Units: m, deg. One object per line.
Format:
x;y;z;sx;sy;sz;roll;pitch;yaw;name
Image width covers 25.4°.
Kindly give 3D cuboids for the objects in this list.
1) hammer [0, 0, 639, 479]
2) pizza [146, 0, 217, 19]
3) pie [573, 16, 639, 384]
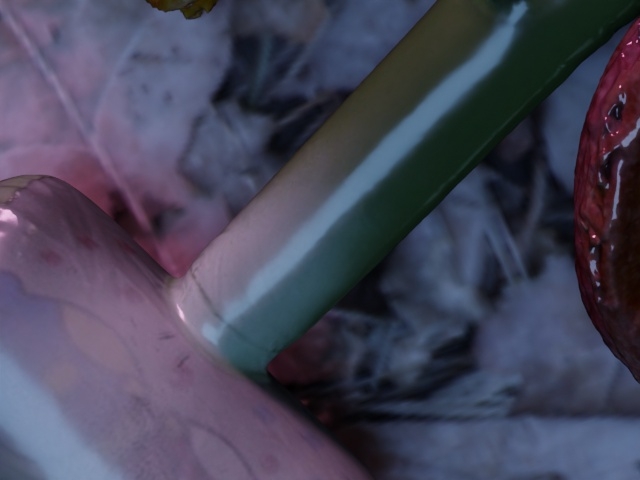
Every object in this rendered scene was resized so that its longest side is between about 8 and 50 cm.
0.000;0.000;0.492;0.206;0.119;0.335;43;105;-2;hammer
-0.043;-0.142;0.487;0.175;0.046;0.134;-2;105;15;pizza
0.167;-0.016;0.451;0.182;0.049;0.182;0;108;-2;pie
